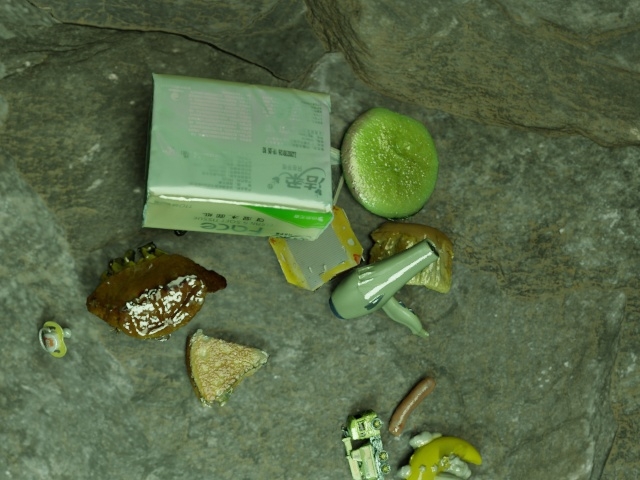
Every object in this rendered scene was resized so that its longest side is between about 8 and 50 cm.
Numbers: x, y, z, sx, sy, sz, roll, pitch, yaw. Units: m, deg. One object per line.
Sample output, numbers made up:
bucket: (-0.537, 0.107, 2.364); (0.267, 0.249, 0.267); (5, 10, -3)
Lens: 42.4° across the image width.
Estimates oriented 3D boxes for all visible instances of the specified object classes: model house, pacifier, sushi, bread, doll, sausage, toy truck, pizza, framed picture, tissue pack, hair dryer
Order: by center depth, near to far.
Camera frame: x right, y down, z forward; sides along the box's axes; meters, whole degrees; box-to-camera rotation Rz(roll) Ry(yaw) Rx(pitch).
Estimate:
pacifier: (-0.569, 0.209, 1.783); (0.064, 0.068, 0.083); (-28, 116, -56)
sushi: (-0.363, 0.111, 1.828); (0.297, 0.179, 0.166); (-27, 118, -8)
tissue pack: (-0.188, -0.181, 1.848); (0.405, 0.205, 0.331); (5, 66, -16)
pizza: (-0.213, 0.287, 1.915); (0.195, 0.052, 0.185); (-9, 80, -19)
hair dryer: (0.209, 0.111, 2.002); (0.298, 0.296, 0.118); (18, 40, -24)
toy truck: (0.108, 0.504, 2.012); (0.100, 0.077, 0.168); (-11, 91, -10)
model house: (0.000, 0.000, 2.016); (0.207, 0.136, 0.219); (-32, 80, 16)
doll: (0.308, 0.605, 2.065); (0.252, 0.111, 0.237); (24, 60, -17)
framed picture: (-0.032, -0.185, 2.065); (0.203, 0.015, 0.150); (24, 76, -18)
sausage: (0.230, 0.417, 2.089); (0.176, 0.040, 0.047); (-47, 108, -20)
bread: (0.252, 0.043, 2.093); (0.252, 0.133, 0.174); (13, 81, -21)
bread: (0.185, -0.199, 2.135); (0.302, 0.045, 0.301); (3, 84, -25)

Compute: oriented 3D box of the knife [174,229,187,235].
knife: (-0.317, -0.068, 1.933); (0.031, 0.018, 0.121); (14, 77, -22)
